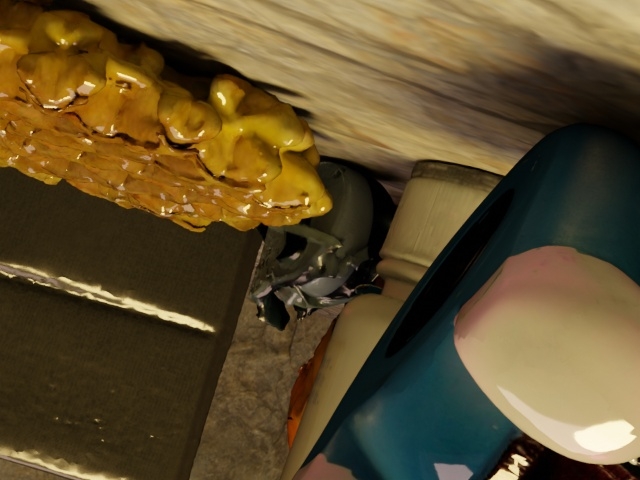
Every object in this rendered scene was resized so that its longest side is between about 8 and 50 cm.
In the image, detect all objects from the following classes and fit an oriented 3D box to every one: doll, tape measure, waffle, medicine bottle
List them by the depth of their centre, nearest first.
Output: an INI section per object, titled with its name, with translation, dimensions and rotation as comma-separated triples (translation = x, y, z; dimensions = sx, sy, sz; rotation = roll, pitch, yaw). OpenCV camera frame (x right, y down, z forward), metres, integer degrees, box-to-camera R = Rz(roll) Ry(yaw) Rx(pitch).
[doll]
translation = 0.172, 0.099, 0.578
dimensions = 0.310, 0.240, 0.284
rotation = 35, 147, -4
[medicine bottle]
translation = 0.062, 0.099, 0.800
dimensions = 0.143, 0.258, 0.143
rotation = 19, 176, 1
[waffle]
translation = -0.116, -0.068, 0.826
dimensions = 0.260, 0.069, 0.293
rotation = 18, 173, -8
[tape measure]
translation = 0.001, -0.002, 0.914
dimensions = 0.054, 0.091, 0.094
rotation = 27, 140, -31

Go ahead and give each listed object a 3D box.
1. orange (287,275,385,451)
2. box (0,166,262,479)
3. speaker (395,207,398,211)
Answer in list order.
[orange]
translation = 0.095, 0.115, 0.991
dimensions = 0.234, 0.234, 0.182
rotation = 24, -160, -36
[box]
translation = -0.182, 0.048, 1.195
dimensions = 0.205, 0.251, 0.345
rotation = 17, 176, -9
[speaker]
translation = 0.040, -0.003, 1.034
dimensions = 0.191, 0.040, 0.046
rotation = 22, 176, -25
